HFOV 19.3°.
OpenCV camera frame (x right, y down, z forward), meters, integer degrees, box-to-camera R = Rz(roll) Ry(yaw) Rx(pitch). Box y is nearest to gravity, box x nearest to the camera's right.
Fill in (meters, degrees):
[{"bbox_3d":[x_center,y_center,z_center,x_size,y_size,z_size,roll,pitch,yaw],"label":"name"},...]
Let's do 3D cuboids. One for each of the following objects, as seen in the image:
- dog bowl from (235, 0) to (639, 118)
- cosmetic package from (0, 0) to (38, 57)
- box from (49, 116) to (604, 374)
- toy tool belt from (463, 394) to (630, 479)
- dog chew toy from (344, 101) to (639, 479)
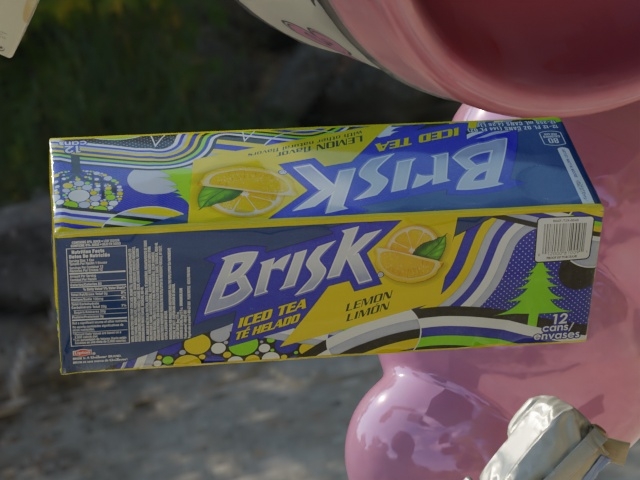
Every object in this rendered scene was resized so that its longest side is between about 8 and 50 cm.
[{"bbox_3d":[0.125,-0.236,0.891,0.408,0.408,0.150,-18,41,-25],"label":"dog bowl"},{"bbox_3d":[-0.146,-0.147,0.917,0.115,0.041,0.060,-50,19,55],"label":"cosmetic package"},{"bbox_3d":[0.000,0.000,0.597,0.169,0.054,0.059,-2,34,-8],"label":"box"},{"bbox_3d":[0.102,0.116,0.866,0.083,0.051,0.052,-53,20,4],"label":"toy tool belt"},{"bbox_3d":[0.127,0.045,1.121,0.206,0.206,0.332,4,58,58],"label":"dog chew toy"}]
